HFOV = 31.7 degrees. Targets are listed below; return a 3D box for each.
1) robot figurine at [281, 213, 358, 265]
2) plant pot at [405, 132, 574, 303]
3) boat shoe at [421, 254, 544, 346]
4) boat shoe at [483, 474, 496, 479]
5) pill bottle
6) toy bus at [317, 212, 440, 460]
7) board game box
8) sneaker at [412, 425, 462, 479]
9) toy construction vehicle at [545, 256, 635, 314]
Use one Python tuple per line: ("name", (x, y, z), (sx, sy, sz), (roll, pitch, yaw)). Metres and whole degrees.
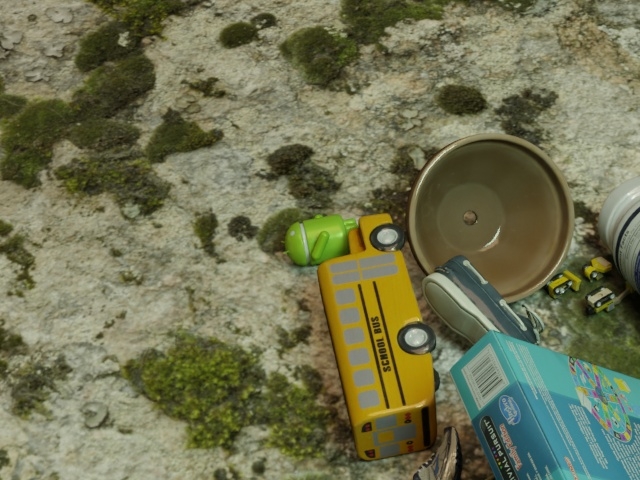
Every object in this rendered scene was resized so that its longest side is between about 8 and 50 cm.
("robot figurine", (0.000, 0.000, 1.644), (0.115, 0.067, 0.101), (-11, 20, -2))
("plant pot", (0.226, -0.032, 1.584), (0.237, 0.237, 0.110), (-18, 7, -10))
("boat shoe", (0.242, 0.123, 1.467), (0.079, 0.095, 0.254), (-36, 67, -25))
("boat shoe", (0.152, 0.335, 1.277), (0.285, 0.089, 0.104), (-26, 30, -30))
("pill bottle", (0.479, 0.022, 1.480), (0.153, 0.153, 0.265), (-15, 30, -7))
("toy bus", (0.078, 0.119, 1.502), (0.130, 0.108, 0.333), (-12, 48, -1))
("board game box", (0.321, 0.252, 1.236), (0.336, 0.079, 0.254), (20, 35, -36))
("sneaker", (0.141, 0.285, 1.383), (0.058, 0.052, 0.135), (2, 47, 15))
("toy construction vehicle", (0.376, 0.068, 1.568), (0.098, 0.035, 0.086), (-27, 40, -21))
